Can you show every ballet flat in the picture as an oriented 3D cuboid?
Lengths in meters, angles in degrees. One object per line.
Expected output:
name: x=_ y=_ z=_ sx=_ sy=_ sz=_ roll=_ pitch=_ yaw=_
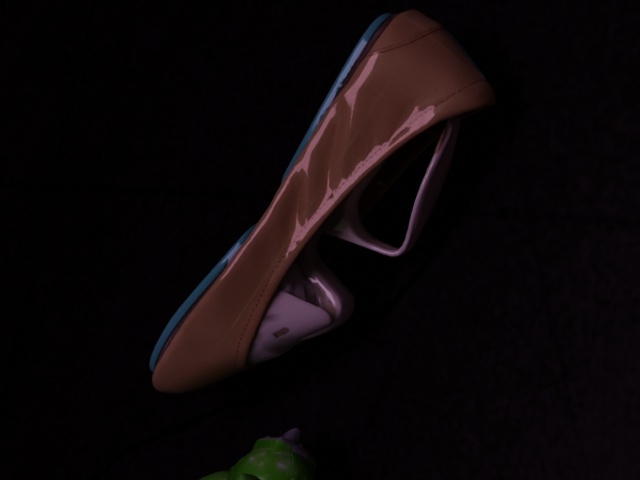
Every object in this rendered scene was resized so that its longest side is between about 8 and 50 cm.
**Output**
ballet flat: x=0.000 y=0.000 z=0.854 sx=0.073 sy=0.080 sz=0.232 roll=38 pitch=111 yaw=12

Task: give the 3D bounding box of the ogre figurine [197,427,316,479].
ogre figurine: x=-0.042 y=0.166 z=0.822 sx=0.118 sy=0.097 sz=0.197 roll=-45 pitch=7 yaw=19
